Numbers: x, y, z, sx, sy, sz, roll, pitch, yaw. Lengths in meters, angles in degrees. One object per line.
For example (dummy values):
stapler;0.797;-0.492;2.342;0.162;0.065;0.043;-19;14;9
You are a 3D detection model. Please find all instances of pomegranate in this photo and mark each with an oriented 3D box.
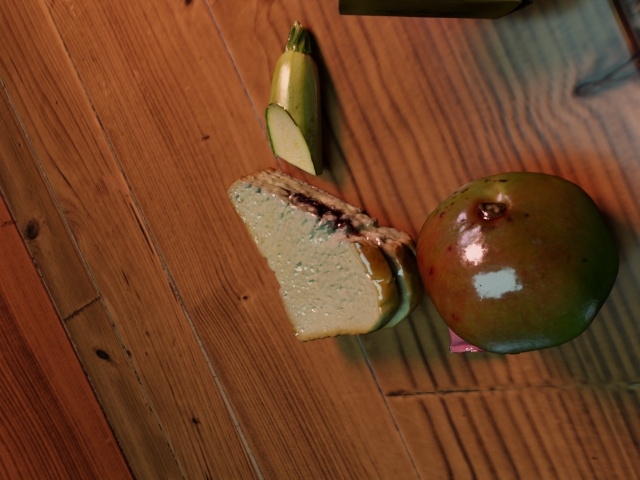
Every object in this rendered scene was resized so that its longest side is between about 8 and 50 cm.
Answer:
pomegranate;0.196;0.035;0.463;0.179;0.180;0.209;-4;142;44

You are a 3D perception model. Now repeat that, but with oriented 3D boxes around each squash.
squash;-0.037;-0.189;0.631;0.090;0.075;0.200;-141;45;-60

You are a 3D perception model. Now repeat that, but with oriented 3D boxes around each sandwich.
sandwich;0.003;-0.002;0.660;0.254;0.099;0.289;-28;88;53

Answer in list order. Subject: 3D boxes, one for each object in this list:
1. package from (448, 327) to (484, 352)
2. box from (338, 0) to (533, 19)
package;0.179;0.100;0.591;0.059;0.029;0.084;-20;85;43
box;0.095;-0.314;0.376;0.159;0.071;0.241;1;104;0
